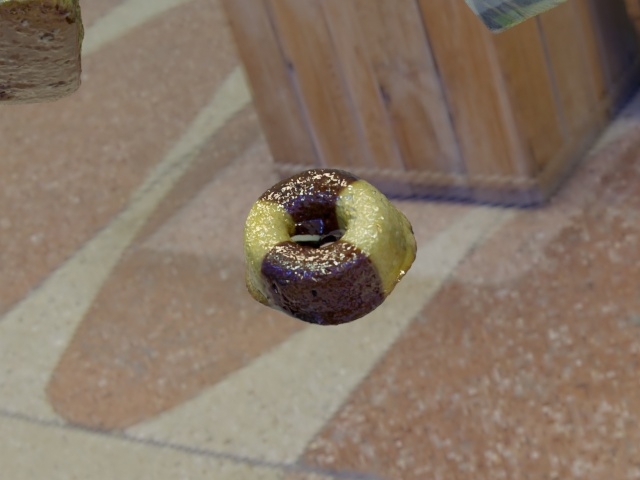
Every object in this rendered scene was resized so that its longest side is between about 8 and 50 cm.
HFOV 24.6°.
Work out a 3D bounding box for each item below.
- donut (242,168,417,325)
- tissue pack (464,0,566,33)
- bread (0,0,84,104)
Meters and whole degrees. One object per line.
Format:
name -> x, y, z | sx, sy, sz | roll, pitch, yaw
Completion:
donut -> 0.000, 0.000, 1.434 | 0.166, 0.073, 0.184 | -39, 44, -13
tissue pack -> 0.088, -0.299, 0.975 | 0.128, 0.311, 0.228 | -44, 8, -10
bread -> -0.316, -0.202, 1.372 | 0.184, 0.110, 0.234 | -2, -17, -7
